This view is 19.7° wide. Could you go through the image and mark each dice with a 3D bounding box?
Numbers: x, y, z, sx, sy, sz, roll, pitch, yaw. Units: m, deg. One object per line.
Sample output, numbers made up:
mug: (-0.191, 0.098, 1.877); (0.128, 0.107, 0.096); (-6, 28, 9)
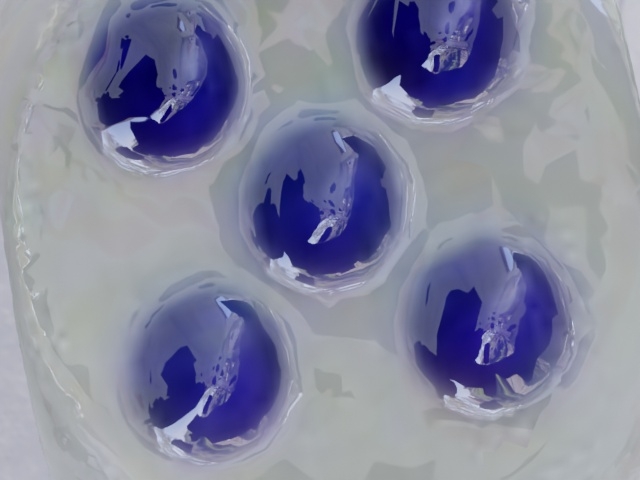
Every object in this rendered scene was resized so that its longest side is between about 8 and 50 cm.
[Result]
dice: (0.000, 0.000, 0.762); (0.259, 0.243, 0.251); (68, 13, -85)
